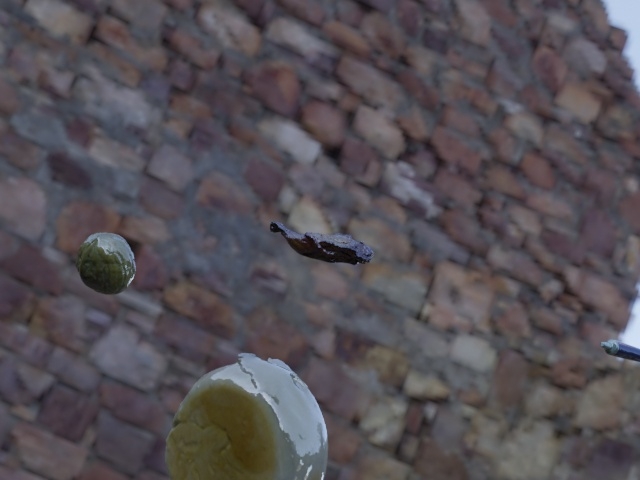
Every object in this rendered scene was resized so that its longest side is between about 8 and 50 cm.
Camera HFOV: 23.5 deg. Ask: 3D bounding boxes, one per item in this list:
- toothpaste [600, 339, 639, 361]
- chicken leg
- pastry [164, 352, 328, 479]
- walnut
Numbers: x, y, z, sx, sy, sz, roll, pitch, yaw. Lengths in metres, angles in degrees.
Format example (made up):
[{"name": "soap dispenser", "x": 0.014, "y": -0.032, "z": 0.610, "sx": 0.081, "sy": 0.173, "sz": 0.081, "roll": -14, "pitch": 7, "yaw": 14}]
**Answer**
[{"name": "toothpaste", "x": 0.415, "y": 0.150, "z": 2.027, "sx": 0.140, "sy": 0.021, "sz": 0.037, "roll": 17, "pitch": -2, "yaw": -37}, {"name": "chicken leg", "x": -0.001, "y": 0.002, "z": 1.987, "sx": 0.145, "sy": 0.062, "sz": 0.037, "roll": 11, "pitch": -62, "yaw": 11}, {"name": "pastry", "x": -0.102, "y": 0.290, "z": 2.139, "sx": 0.264, "sy": 0.265, "sz": 0.133, "roll": 9, "pitch": 7, "yaw": 37}, {"name": "walnut", "x": -0.293, "y": 0.032, "z": 2.102, "sx": 0.092, "sy": 0.092, "sz": 0.092, "roll": 20, "pitch": -17, "yaw": 7}]
